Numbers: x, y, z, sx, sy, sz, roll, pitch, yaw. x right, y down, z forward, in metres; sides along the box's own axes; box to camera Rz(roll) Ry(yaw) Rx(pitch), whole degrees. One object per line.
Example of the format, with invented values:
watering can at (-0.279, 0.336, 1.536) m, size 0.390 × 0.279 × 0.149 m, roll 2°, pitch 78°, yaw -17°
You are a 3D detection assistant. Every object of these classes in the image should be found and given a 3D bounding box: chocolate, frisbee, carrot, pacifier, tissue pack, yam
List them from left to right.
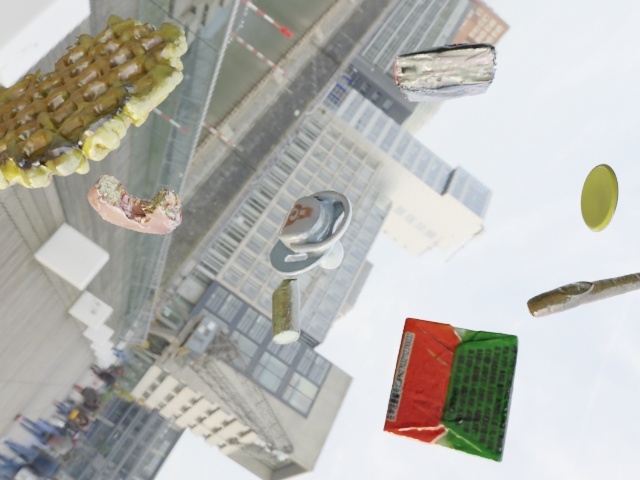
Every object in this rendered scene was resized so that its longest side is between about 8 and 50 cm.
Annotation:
yam at (-0.080, 0.160, 1.277) m, size 0.070 × 0.070 × 0.146 m, roll 144°, pitch -55°, yaw -69°
pacifier at (0.000, 0.000, 1.472) m, size 0.227 × 0.207 × 0.279 m, roll -4°, pitch -131°, yaw 33°
tissue pack at (0.317, -0.431, 1.454) m, size 0.332 × 0.245 × 0.123 m, roll -35°, pitch 123°, yaw -75°
chocolate at (0.393, 0.437, 1.690) m, size 0.161 × 0.341 × 0.360 m, roll 56°, pitch 46°, yaw -68°
carrot at (0.713, 0.133, 1.480) m, size 0.342 × 0.070 × 0.070 m, roll -16°, pitch -169°, yaw 4°
frisbee at (0.947, -0.145, 1.923) m, size 0.236 × 0.017 × 0.236 m, roll -176°, pitch -90°, yaw -88°

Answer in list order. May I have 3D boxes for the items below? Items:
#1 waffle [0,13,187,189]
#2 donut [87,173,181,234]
waffle at (-0.299, -0.170, 0.680) m, size 0.300 × 0.282 × 0.058 m, roll -54°, pitch 142°, yaw -24°
donut at (-0.464, -0.090, 1.434) m, size 0.199 × 0.233 × 0.085 m, roll 121°, pitch -18°, yaw -64°
